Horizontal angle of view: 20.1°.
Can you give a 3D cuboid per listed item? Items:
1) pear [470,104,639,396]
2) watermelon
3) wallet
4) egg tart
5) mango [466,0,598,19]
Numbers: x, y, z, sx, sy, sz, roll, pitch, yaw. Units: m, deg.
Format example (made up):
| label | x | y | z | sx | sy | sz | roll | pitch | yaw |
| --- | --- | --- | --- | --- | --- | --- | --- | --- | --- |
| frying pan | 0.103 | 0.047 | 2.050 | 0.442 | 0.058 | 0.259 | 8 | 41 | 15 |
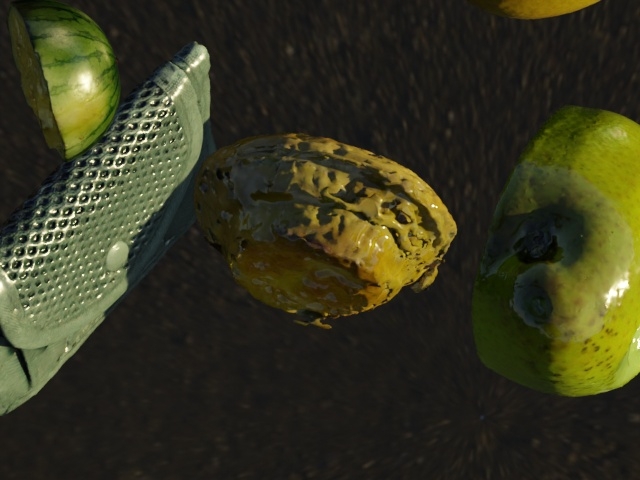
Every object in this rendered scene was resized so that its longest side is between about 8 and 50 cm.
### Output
| label | x | y | z | sx | sy | sz | roll | pitch | yaw |
| --- | --- | --- | --- | --- | --- | --- | --- | --- | --- |
| pear | 0.246 | 0.025 | 1.676 | 0.159 | 0.292 | 0.292 | 18 | 86 | 21 |
| watermelon | -0.157 | -0.104 | 1.128 | 0.062 | 0.105 | 0.106 | -17 | 83 | -13 |
| wallet | -0.205 | -0.001 | 1.641 | 0.075 | 0.237 | 0.342 | 34 | 66 | 18 |
| egg tart | 0.000 | 0.000 | 0.845 | 0.130 | 0.130 | 0.052 | 9 | 58 | 6 |
| mango | 0.270 | -0.424 | 1.909 | 0.301 | 0.220 | 0.445 | 31 | 68 | 7 |
